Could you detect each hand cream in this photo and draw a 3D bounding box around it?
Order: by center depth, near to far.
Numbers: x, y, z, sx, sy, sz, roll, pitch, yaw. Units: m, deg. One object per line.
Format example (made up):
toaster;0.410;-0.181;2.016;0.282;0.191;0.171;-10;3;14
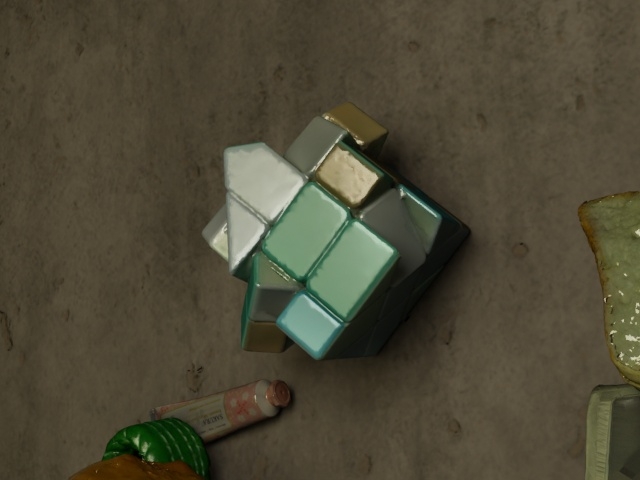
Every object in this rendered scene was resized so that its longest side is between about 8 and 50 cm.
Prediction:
hand cream;-0.123;0.202;1.215;0.210;0.043;0.067;-24;70;33

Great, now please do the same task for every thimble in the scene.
thimble;-0.189;0.271;1.194;0.118;0.090;0.130;51;123;24

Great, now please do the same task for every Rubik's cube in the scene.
Rubik's cube;0.000;0.000;1.082;0.213;0.224;0.265;39;98;18

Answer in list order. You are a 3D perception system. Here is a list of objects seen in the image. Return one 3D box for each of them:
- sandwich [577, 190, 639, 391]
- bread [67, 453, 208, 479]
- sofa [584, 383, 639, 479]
sandwich;0.353;0.014;0.877;0.251;0.087;0.226;-23;44;25
bread;-0.157;0.392;0.972;0.215;0.398;0.398;-44;57;31
sofa;0.338;0.231;0.880;0.210;0.176;0.225;-16;41;29
